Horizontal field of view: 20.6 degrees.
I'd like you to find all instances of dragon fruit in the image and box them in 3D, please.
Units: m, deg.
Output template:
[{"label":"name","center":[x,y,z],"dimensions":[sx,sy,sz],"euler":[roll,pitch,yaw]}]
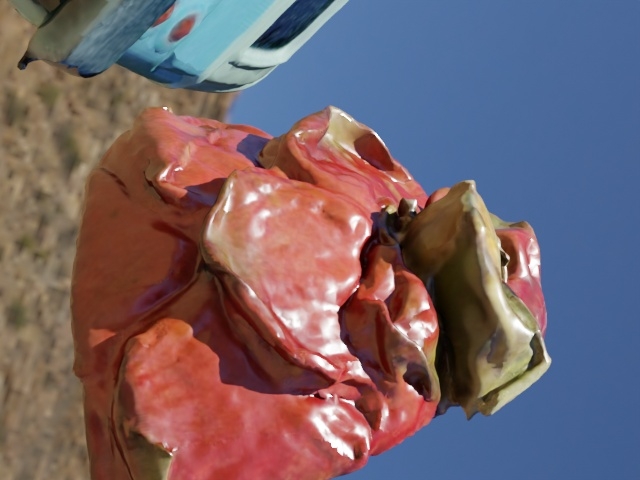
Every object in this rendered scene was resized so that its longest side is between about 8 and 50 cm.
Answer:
[{"label":"dragon fruit","center":[0.000,0.000,0.846],"dimensions":[0.317,0.205,0.152],"euler":[-77,156,-74]}]

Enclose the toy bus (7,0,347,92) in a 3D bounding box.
[{"label":"toy bus","center":[-0.079,-0.164,0.400],"dimensions":[0.133,0.271,0.165],"euler":[-43,168,6]}]
